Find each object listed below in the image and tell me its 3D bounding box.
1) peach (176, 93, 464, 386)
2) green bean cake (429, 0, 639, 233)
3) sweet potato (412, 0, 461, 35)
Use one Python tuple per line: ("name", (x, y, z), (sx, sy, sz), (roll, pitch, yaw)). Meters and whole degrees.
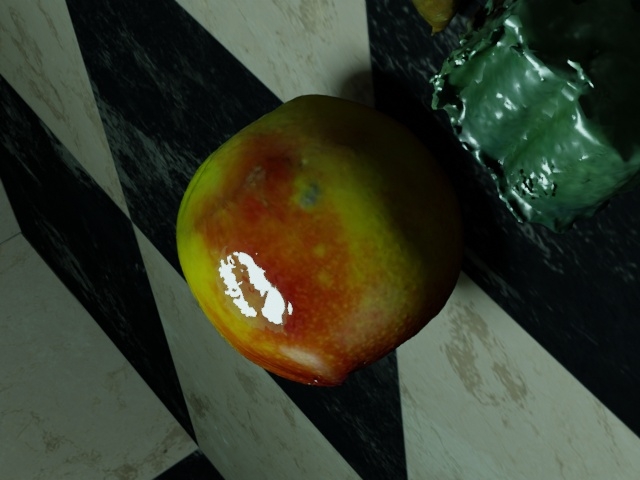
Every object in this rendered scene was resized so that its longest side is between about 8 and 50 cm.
("peach", (0.000, 0.000, 1.213), (0.231, 0.231, 0.231), (49, 160, 25))
("green bean cake", (0.132, -0.131, 0.694), (0.193, 0.208, 0.107), (54, 159, 4))
("sweet potato", (0.050, -0.235, 0.958), (0.067, 0.067, 0.274), (37, 155, 47))
